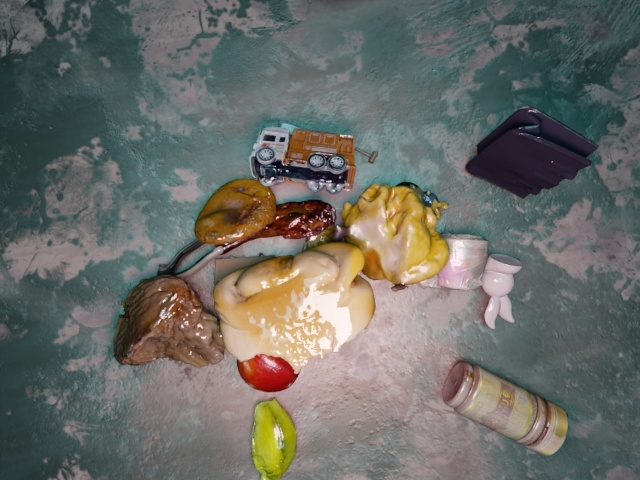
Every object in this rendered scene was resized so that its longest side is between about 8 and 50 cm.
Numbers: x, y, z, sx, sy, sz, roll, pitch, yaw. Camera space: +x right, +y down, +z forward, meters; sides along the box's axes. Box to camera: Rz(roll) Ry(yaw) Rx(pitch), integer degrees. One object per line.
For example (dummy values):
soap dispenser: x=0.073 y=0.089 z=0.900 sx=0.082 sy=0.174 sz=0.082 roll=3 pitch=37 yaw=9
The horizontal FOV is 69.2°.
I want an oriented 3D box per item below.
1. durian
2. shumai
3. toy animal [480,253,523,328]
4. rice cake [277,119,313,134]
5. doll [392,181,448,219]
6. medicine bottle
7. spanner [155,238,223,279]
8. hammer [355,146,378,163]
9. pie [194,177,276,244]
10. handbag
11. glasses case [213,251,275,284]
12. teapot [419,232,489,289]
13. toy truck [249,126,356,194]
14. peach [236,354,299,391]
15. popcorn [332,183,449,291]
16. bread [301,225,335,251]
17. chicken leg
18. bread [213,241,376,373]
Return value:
durian: x=-0.138 y=0.601 z=1.385 sx=0.139 sy=0.101 sz=0.249 roll=-10 pitch=86 yaw=34
shumai: x=-0.428 y=0.249 z=1.376 sx=0.283 sy=0.217 sz=0.346 roll=18 pitch=121 yaw=-36
toy animal: x=0.539 y=0.150 z=1.433 sx=0.104 sy=0.131 sz=0.220 roll=-10 pitch=116 yaw=-33
rice cake: x=-0.035 y=-0.311 z=1.464 sx=0.222 sy=0.042 sz=0.080 roll=16 pitch=92 yaw=-2
doll: x=0.306 y=-0.126 z=1.441 sx=0.180 sy=0.102 sz=0.088 roll=27 pitch=44 yaw=4
medicine bottle: x=0.538 y=0.490 z=1.371 sx=0.323 sy=0.151 sz=0.151 roll=26 pitch=87 yaw=1
spanner: x=-0.441 y=0.091 z=1.421 sx=0.325 sy=0.040 sz=0.095 roll=-37 pitch=71 yaw=6
hammer: x=0.128 y=-0.286 z=1.480 sx=0.110 sy=0.019 sz=0.035 roll=29 pitch=86 yaw=6
pie: x=-0.254 y=-0.082 z=1.378 sx=0.274 sy=0.069 sz=0.273 roll=-11 pitch=47 yaw=12
handbag: x=0.606 y=-0.238 z=1.332 sx=0.269 sy=0.325 sz=0.118 roll=28 pitch=80 yaw=-2
glasses case: x=-0.228 y=0.089 z=1.434 sx=0.194 sy=0.070 sz=0.102 roll=-4 pitch=59 yaw=1
teapot: x=0.385 y=0.066 z=1.390 sx=0.222 sy=0.163 sz=0.177 roll=3 pitch=91 yaw=0
toy truck: x=-0.047 y=-0.249 z=1.374 sx=0.306 sy=0.136 sz=0.162 roll=7 pitch=63 yaw=1
peach: x=-0.146 y=0.355 z=1.353 sx=0.198 sy=0.197 sz=0.197 roll=0 pitch=87 yaw=-1
popcorn: x=0.200 y=-0.011 z=1.351 sx=0.297 sy=0.281 sz=0.315 roll=-26 pitch=99 yaw=40
bread: x=0.000 y=0.000 z=1.434 sx=0.094 sy=0.083 sz=0.157 roll=43 pitch=85 yaw=-13
chicken leg: x=-0.135 y=-0.038 z=1.402 sx=0.408 sy=0.157 sz=0.095 roll=-13 pitch=123 yaw=21
bread: x=-0.072 y=0.165 z=1.232 sx=0.425 sy=0.328 sz=0.245 roll=-13 pitch=126 yaw=5
